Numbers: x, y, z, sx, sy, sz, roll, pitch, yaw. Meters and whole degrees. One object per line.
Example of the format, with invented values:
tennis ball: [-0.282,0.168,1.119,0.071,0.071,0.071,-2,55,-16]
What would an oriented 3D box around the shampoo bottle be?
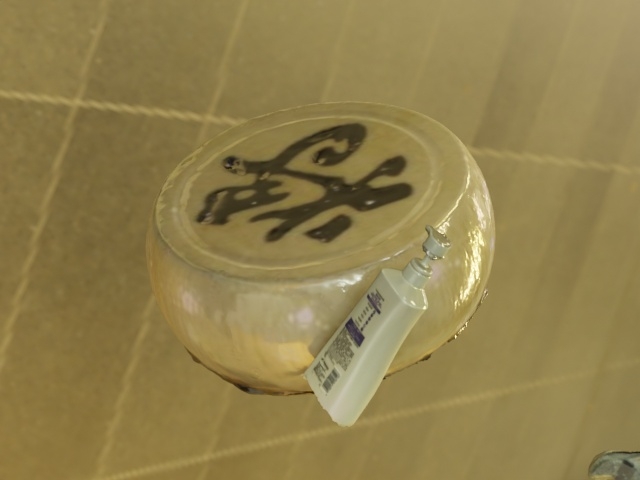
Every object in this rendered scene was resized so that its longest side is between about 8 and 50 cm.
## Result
shampoo bottle: [0.041,0.053,1.062,0.034,0.049,0.141,19,115,-36]

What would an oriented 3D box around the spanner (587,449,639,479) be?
spanner: [0.299,0.115,1.118,0.302,0.071,0.017,-37,-175,36]

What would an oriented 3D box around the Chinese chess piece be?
Chinese chess piece: [0.000,0.000,1.205,0.257,0.257,0.104,-45,137,-39]
